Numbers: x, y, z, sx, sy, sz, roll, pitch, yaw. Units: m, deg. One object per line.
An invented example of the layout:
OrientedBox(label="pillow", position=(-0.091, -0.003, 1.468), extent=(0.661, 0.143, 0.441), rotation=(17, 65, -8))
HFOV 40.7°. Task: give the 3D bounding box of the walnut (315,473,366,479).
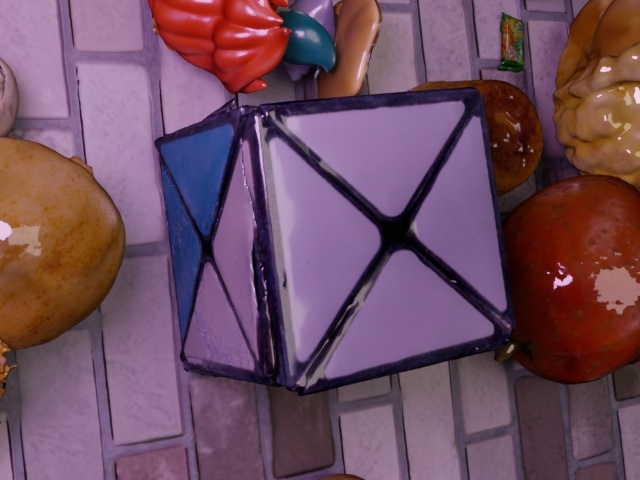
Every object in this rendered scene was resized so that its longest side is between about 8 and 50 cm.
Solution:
OrientedBox(label="walnut", position=(0.019, 0.365, 1.064), extent=(0.180, 0.144, 0.144), rotation=(-25, 98, -31))

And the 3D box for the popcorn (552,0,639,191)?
OrientedBox(label="popcorn", position=(0.522, -0.226, 1.250), extent=(0.349, 0.382, 0.348), rotation=(13, 64, -28))

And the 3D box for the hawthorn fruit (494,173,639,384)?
OrientedBox(label="hawthorn fruit", position=(0.348, 0.066, 1.191), extent=(0.300, 0.275, 0.275), rotation=(-38, 104, -12))

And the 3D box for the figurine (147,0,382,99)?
OrientedBox(label="figurine", position=(-0.069, -0.258, 1.033), extent=(0.257, 0.181, 0.208), rotation=(7, 61, -27))

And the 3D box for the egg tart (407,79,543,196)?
OrientedBox(label="egg tart", position=(0.211, -0.140, 1.195), extent=(0.203, 0.147, 0.202), rotation=(4, 83, -28))

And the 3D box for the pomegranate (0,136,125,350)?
OrientedBox(label="pomegranate", position=(-0.316, 0.006, 0.878), extent=(0.233, 0.233, 0.233), rotation=(2, 85, -27))

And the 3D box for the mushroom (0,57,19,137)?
OrientedBox(label="mushroom", position=(-0.390, -0.161, 0.899), extent=(0.154, 0.122, 0.154), rotation=(20, 42, -19))

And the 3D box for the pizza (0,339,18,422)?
OrientedBox(label="pizza", position=(-0.400, 0.132, 0.809), extent=(0.086, 0.226, 0.335), rotation=(-81, 154, -49))

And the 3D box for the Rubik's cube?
OrientedBox(label="Rubik's cube", position=(0.000, 0.000, 0.996), extent=(0.310, 0.305, 0.306), rotation=(-8, 93, -30))

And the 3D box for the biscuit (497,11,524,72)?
OrientedBox(label="biscuit", position=(0.293, -0.302, 1.322), extent=(0.046, 0.016, 0.089), rotation=(4, 84, -27))
